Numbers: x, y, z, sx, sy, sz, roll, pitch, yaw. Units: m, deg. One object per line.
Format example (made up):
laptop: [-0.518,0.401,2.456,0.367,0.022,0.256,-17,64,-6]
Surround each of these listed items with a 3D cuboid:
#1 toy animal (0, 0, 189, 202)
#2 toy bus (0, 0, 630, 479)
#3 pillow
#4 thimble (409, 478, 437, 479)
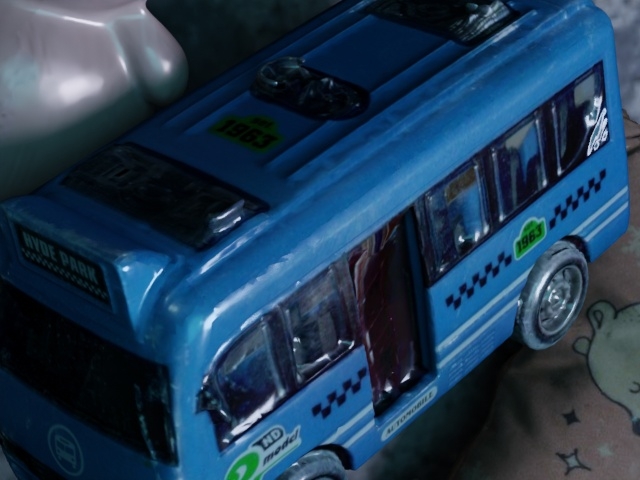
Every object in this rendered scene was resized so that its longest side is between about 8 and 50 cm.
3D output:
toy animal: [-0.115,-0.057,0.577,0.124,0.124,0.212,16,111,-18]
toy bus: [0.000,0.000,0.554,0.246,0.113,0.134,-35,134,-33]
pillow: [0.180,0.080,0.666,0.223,0.084,0.236,24,81,5]
thimble: [0.012,0.230,0.568,0.150,0.271,0.271,-16,102,-16]
